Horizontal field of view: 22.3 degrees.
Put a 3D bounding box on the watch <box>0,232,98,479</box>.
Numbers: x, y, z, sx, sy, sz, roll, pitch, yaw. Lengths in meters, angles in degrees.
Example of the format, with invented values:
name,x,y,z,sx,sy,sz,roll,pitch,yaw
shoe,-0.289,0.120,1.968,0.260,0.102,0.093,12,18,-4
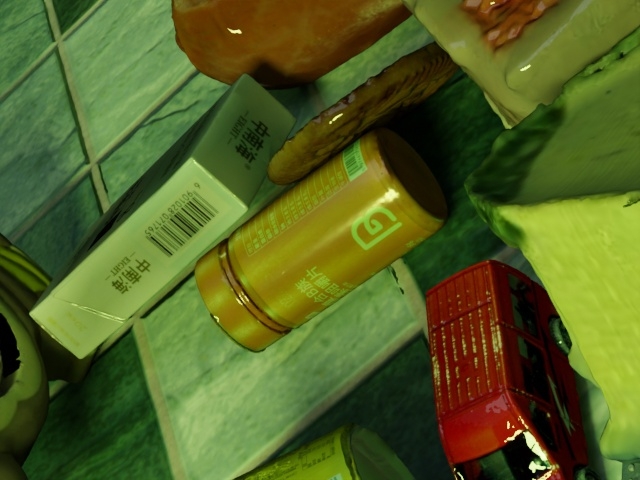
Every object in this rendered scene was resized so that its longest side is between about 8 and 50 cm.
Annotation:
name,x,y,z,sx,sy,sz,roll,pitch,yaw
watch,-0.396,0.175,1.420,0.327,0.314,0.335,-50,-2,29

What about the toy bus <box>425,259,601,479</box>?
name,x,y,z,sx,sy,sz,roll,pitch,yaw
toy bus,0.124,0.112,1.073,0.081,0.089,0.195,-29,43,28

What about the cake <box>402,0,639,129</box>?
name,x,y,z,sx,sy,sz,roll,pitch,yaw
cake,0.233,-0.180,1.088,0.309,0.230,0.237,-45,35,11

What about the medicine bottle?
name,x,y,z,sx,sy,sz,roll,pitch,yaw
medicine bottle,0.000,0.000,1.287,0.192,0.096,0.096,-35,40,20

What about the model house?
name,x,y,z,sx,sy,sz,roll,pitch,yaw
model house,0.285,0.011,0.858,0.321,0.266,0.261,-9,25,49

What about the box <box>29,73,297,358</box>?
name,x,y,z,sx,sy,sz,roll,pitch,yaw
box,-0.135,-0.019,1.392,0.243,0.067,0.155,-40,12,35

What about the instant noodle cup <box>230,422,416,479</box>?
name,x,y,z,sx,sy,sz,roll,pitch,yaw
instant noodle cup,0.000,0.218,1.040,0.153,0.205,0.205,-36,40,11

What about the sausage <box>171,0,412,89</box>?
name,x,y,z,sx,sy,sz,roll,pitch,yaw
sausage,-0.012,-0.236,1.452,0.268,0.141,0.153,-32,41,21

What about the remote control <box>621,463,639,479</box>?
name,x,y,z,sx,sy,sz,roll,pitch,yaw
remote control,0.208,0.154,1.005,0.043,0.027,0.152,-12,54,33

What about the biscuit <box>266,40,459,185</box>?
name,x,y,z,sx,sy,sz,roll,pitch,yaw
biscuit,0.037,-0.099,1.296,0.188,0.027,0.188,-35,-3,-2
